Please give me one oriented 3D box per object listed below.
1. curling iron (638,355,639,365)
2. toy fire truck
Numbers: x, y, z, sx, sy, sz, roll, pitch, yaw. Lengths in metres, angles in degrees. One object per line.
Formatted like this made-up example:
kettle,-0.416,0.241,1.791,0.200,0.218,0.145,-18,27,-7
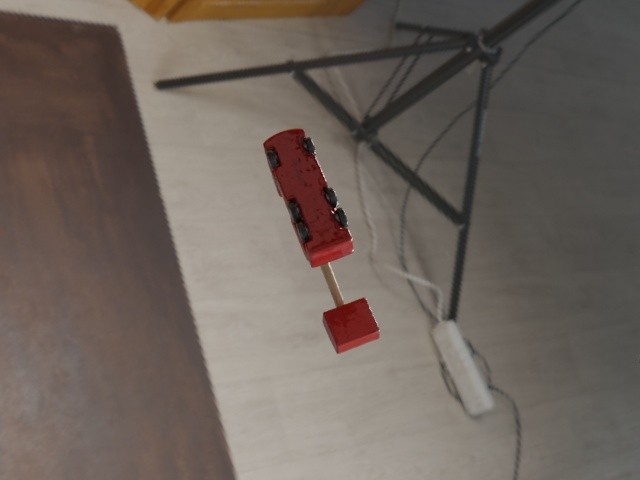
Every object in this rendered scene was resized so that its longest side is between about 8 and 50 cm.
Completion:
curling iron,0.259,0.166,0.562,0.035,0.068,0.274,-23,86,-32
toy fire truck,0.000,0.000,0.975,0.047,0.135,0.192,-20,61,-6
